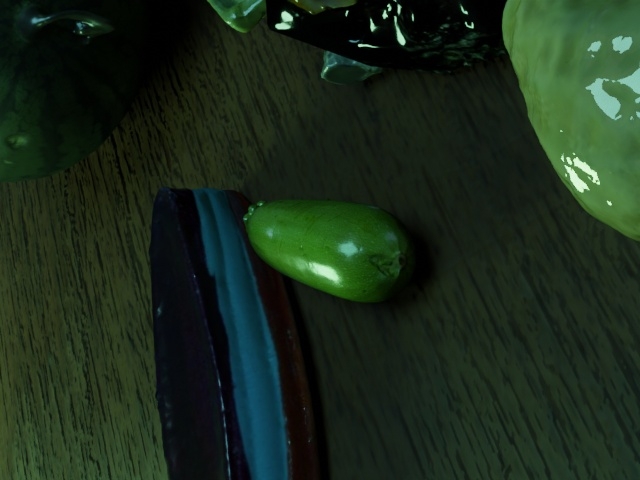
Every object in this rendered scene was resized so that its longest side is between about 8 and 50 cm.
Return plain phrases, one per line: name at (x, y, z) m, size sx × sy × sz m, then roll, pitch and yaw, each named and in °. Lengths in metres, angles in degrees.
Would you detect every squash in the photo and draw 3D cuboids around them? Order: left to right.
squash at (0.000, 0.000, 1.034) m, size 0.201 × 0.066 × 0.066 m, roll 19°, pitch 89°, yaw 60°

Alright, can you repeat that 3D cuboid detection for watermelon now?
watermelon at (-0.299, -0.194, 1.385) m, size 0.359 × 0.279 × 0.279 m, roll 8°, pitch 80°, yaw 64°

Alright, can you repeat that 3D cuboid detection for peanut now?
peanut at (0.196, -0.057, 0.708) m, size 0.319 × 0.147 × 0.148 m, roll 42°, pitch 109°, yaw 51°

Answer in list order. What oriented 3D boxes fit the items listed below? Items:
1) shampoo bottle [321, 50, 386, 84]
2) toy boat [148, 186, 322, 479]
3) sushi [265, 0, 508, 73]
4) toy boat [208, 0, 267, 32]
shampoo bottle at (0.022, -0.214, 1.120) m, size 0.063 × 0.057 × 0.208 m, roll -15°, pitch 63°, yaw 33°
toy boat at (-0.069, 0.107, 1.078) m, size 0.136 × 0.079 × 0.392 m, roll -42°, pitch 45°, yaw 35°
sushi at (0.058, -0.238, 0.927) m, size 0.227 × 0.212 × 0.215 m, roll 9°, pitch 84°, yaw 52°
toy boat at (-0.078, -0.275, 1.123) m, size 0.111 × 0.084 × 0.276 m, roll -47°, pitch 59°, yaw 27°
